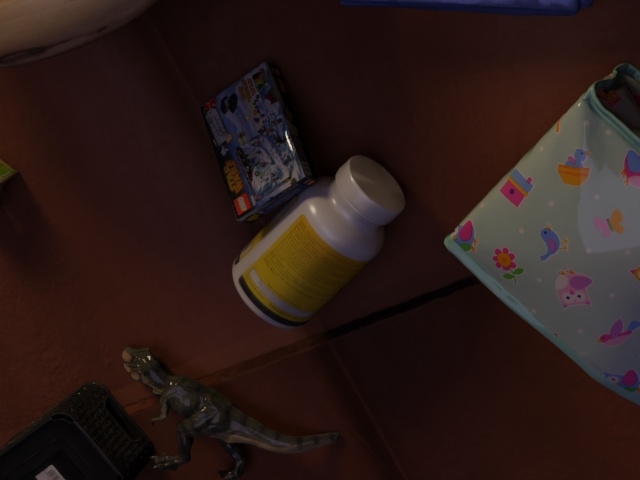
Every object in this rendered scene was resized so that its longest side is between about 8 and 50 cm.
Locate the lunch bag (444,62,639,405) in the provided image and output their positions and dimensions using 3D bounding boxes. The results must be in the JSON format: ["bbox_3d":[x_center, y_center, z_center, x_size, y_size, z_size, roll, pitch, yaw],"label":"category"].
[{"bbox_3d":[0.290,0.004,1.332,0.262,0.160,0.223,44,119,5],"label":"lunch bag"}]

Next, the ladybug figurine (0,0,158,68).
[{"bbox_3d":[-0.290,-0.320,1.380,0.449,0.162,0.305,-10,93,15],"label":"ladybug figurine"}]

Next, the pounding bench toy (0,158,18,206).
[{"bbox_3d":[-0.389,-0.054,1.599,0.052,0.083,0.065,35,119,3],"label":"pounding bench toy"}]

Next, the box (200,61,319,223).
[{"bbox_3d":[-0.063,-0.098,1.453,0.094,0.027,0.137,-31,66,28],"label":"box"}]

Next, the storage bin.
[{"bbox_3d":[-0.303,0.266,1.704,0.180,0.084,0.122,-36,96,30],"label":"storage bin"}]

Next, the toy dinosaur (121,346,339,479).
[{"bbox_3d":[-0.123,0.217,1.632,0.268,0.064,0.118,24,111,6],"label":"toy dinosaur"}]

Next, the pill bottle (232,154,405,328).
[{"bbox_3d":[0.000,0.000,1.466,0.103,0.103,0.184,44,120,-2],"label":"pill bottle"}]

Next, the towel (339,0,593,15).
[{"bbox_3d":[0.131,-0.368,1.283,0.243,0.040,0.336,3,111,9],"label":"towel"}]
